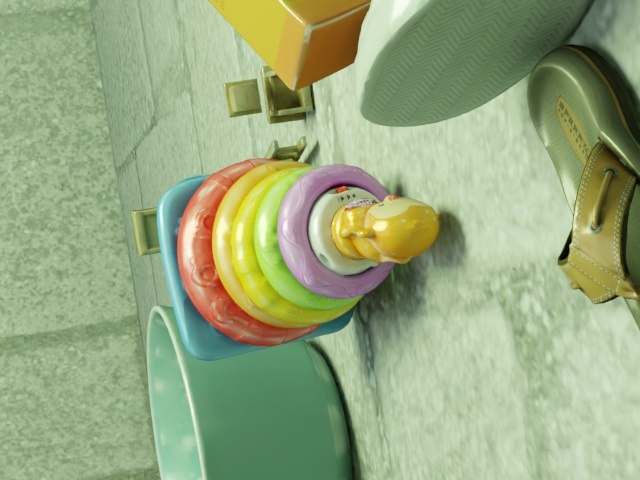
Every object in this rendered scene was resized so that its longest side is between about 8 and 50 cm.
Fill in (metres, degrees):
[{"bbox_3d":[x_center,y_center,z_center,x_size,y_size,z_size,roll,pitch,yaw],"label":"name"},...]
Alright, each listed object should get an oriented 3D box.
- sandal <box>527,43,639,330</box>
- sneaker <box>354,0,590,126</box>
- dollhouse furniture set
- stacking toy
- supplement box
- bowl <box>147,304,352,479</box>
[{"bbox_3d":[0.140,-0.014,0.605,0.090,0.060,0.219,100,156,-49],"label":"sandal"},{"bbox_3d":[0.081,-0.200,0.657,0.292,0.108,0.169,123,139,-53],"label":"sneaker"},{"bbox_3d":[-0.102,-0.081,1.198,0.101,0.182,0.161,-167,69,-73],"label":"dollhouse furniture set"},{"bbox_3d":[0.000,0.000,0.990,0.302,0.175,0.165,-13,88,63],"label":"stacking toy"},{"bbox_3d":[-0.060,-0.232,1.009,0.233,0.080,0.078,47,148,19],"label":"supplement box"},{"bbox_3d":[-0.070,0.207,1.277,0.311,0.163,0.311,171,90,-75],"label":"bowl"}]
